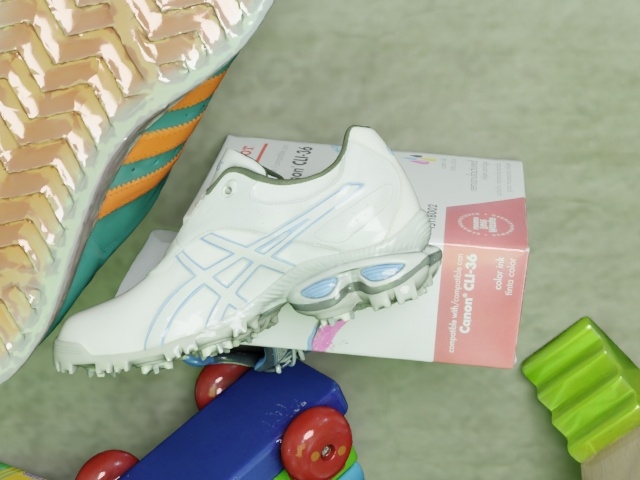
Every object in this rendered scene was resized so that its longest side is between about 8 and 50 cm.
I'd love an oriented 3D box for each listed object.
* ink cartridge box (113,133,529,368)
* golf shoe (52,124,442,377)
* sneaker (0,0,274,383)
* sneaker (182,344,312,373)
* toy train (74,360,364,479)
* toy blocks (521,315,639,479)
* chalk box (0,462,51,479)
[{"bbox_3d":[0.000,0.000,0.623,0.198,0.115,0.067,5,115,5],"label":"ink cartridge box"},{"bbox_3d":[-0.040,0.006,0.543,0.176,0.069,0.086,-18,91,8],"label":"golf shoe"},{"bbox_3d":[-0.101,-0.075,0.559,0.108,0.121,0.302,34,104,-7],"label":"sneaker"},{"bbox_3d":[-0.016,0.049,0.682,0.135,0.058,0.052,-9,115,11],"label":"sneaker"},{"bbox_3d":[-0.075,0.187,0.679,0.248,0.105,0.143,-39,126,-22],"label":"toy train"},{"bbox_3d":[0.261,0.229,0.620,0.191,0.261,0.381,-39,106,23],"label":"toy blocks"},{"bbox_3d":[-0.209,0.243,0.699,0.132,0.213,0.132,9,121,36],"label":"chalk box"}]
